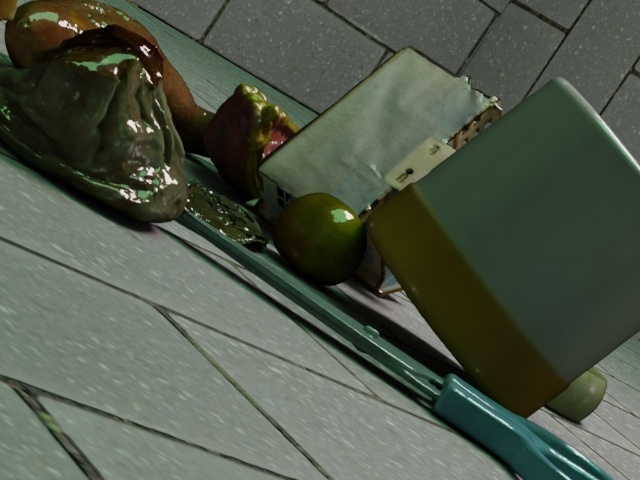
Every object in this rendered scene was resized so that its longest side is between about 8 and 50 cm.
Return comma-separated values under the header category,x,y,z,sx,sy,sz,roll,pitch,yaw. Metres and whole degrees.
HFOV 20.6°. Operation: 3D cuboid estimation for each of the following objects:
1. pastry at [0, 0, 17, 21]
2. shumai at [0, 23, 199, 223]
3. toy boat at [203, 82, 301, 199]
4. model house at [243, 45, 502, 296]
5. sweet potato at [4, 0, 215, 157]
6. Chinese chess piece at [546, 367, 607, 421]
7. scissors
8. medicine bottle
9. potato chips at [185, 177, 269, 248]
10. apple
category,x,y,z,sx,sy,sz,roll,pitch,yaw
pastry,-0.342,-0.282,1.366,0.237,0.170,0.256,41,23,27
shumai,-0.172,-0.106,1.359,0.201,0.120,0.201,31,9,-5
toy boat,-0.057,-0.101,1.904,0.099,0.141,0.318,-10,-8,10
model house,0.068,-0.041,1.829,0.178,0.271,0.206,35,-30,23
sweet potato,-0.205,-0.173,1.789,0.109,0.109,0.385,37,6,26
Chinese chess piece,0.240,0.136,1.896,0.144,0.058,0.144,35,7,-5
scissors,0.070,0.102,1.403,0.447,0.029,0.192,34,6,0
medicine bottle,0.199,0.007,1.613,0.238,0.232,0.238,52,5,-7
potato chips,-0.103,-0.031,1.578,0.142,0.026,0.209,35,6,29
apple,0.000,0.000,1.633,0.089,0.074,0.089,42,-12,11
